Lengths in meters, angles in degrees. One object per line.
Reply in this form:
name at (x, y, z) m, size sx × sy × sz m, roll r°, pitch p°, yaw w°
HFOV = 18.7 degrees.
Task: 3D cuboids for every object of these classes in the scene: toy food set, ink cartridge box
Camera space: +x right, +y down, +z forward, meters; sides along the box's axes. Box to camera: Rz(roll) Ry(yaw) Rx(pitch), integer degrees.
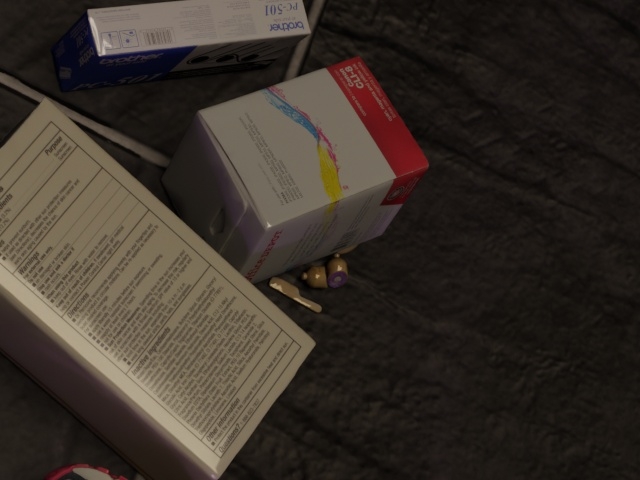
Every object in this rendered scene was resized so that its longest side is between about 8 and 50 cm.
toy food set at (0.000, 0.000, 1.770) m, size 0.078 × 0.019 × 0.122 m, roll 30°, pitch 64°, yaw -17°
ink cartridge box at (-0.025, -0.057, 1.698) m, size 0.176 × 0.128 × 0.127 m, roll -22°, pitch 71°, yaw -30°
ink cartridge box at (-0.123, -0.176, 1.714) m, size 0.207 × 0.097 × 0.046 m, roll -9°, pitch 80°, yaw -29°

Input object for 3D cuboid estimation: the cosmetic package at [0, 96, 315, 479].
cosmetic package at (-0.176, 0.051, 1.612) m, size 0.309 × 0.113 × 0.160 m, roll 43°, pitch 61°, yaw -9°

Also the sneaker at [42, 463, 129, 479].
sneaker at (-0.141, 0.314, 1.549) m, size 0.112 × 0.121 × 0.299 m, roll -29°, pitch 90°, yaw -29°
